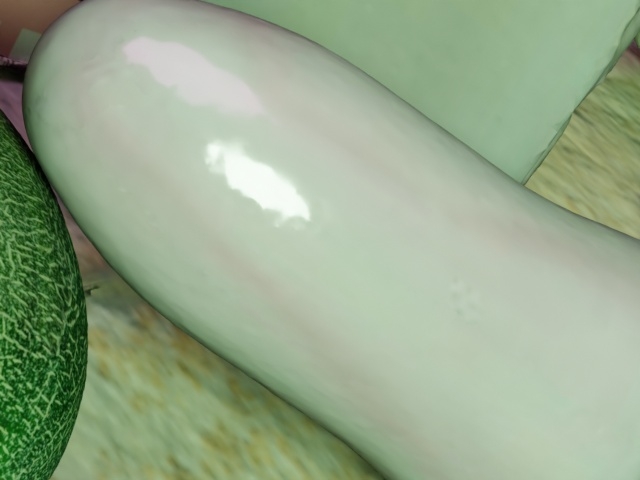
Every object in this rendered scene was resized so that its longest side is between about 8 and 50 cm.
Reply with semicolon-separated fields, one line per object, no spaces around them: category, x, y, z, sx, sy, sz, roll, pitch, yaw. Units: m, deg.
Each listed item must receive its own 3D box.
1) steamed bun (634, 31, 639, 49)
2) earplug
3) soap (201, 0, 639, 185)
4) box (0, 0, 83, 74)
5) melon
steamed bun;0.419;-0.157;1.117;0.383;0.247;0.236;-14;64;-44
earplug;0.000;0.000;0.704;0.301;0.172;0.172;34;34;-27
soap;0.108;-0.206;0.865;0.213;0.435;0.350;35;37;5
box;-0.155;-0.191;0.942;0.151;0.151;0.135;4;37;-23
melon;-0.186;0.023;0.655;0.182;0.182;0.287;0;35;-26
